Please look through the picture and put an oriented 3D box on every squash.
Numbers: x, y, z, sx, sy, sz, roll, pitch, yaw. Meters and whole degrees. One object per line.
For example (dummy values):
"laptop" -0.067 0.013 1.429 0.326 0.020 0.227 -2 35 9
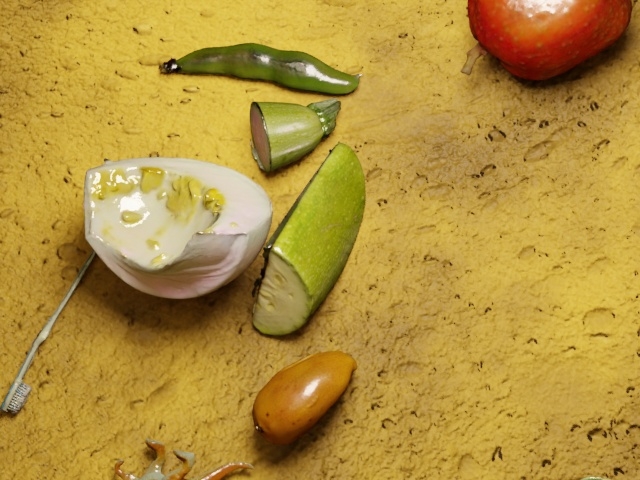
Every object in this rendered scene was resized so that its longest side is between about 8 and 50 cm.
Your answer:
"squash" 0.000 0.000 1.790 0.093 0.169 0.252 24 46 9
"squash" -0.026 -0.156 1.808 0.132 0.105 0.105 -12 74 -16

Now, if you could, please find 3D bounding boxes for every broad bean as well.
"broad bean" -0.086 -0.254 1.853 0.297 0.043 0.060 8 88 9

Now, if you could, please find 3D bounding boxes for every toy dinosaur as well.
"toy dinosaur" -0.207 0.344 1.706 0.212 0.057 0.142 10 88 10

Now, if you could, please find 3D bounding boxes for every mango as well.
"mango" -0.023 0.199 1.698 0.084 0.105 0.159 43 79 -4

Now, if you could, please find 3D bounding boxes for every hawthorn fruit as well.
"hawthorn fruit" 0.293 -0.311 1.751 0.253 0.205 0.205 -36 75 2

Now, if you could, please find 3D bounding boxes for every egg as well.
"egg" -0.182 -0.002 1.727 0.271 0.206 0.162 23 118 28

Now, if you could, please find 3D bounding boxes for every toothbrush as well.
"toothbrush" -0.371 0.110 1.799 0.028 0.026 0.294 26 80 -7

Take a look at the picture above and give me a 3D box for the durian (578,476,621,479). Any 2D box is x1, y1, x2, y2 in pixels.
"durian" 0.279 0.379 1.568 0.394 0.198 0.163 -23 73 -2
